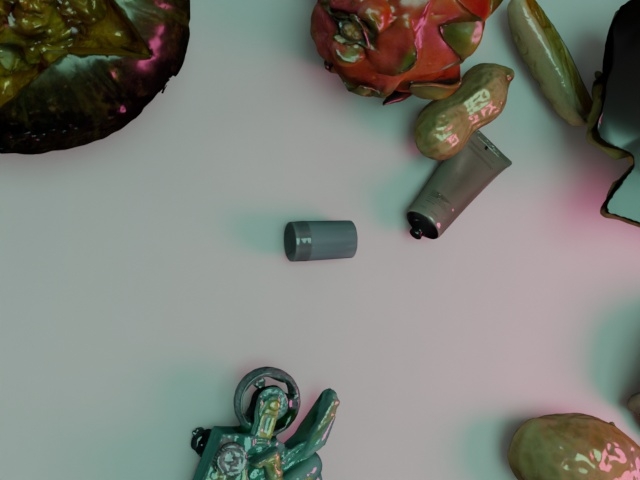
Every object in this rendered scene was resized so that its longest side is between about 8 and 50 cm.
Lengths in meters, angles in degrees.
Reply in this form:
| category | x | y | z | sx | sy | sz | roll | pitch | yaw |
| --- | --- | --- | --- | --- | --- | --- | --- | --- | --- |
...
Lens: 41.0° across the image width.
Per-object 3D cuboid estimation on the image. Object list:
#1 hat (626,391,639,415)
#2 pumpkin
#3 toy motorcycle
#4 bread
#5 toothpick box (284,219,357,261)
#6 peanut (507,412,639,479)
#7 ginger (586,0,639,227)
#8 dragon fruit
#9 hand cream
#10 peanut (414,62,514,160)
| category | x | y | z | sx | sy | sz | roll | pitch | yaw |
| --- | --- | --- | --- | --- | --- | --- | --- | --- | --- |
| hat | 0.579 | 0.214 | 1.237 | 0.245 | 0.149 | 0.214 | 42 | 70 | -2 |
| pumpkin | -0.296 | -0.254 | 0.922 | 0.321 | 0.192 | 0.320 | -1 | 96 | -9 |
| toy motorcycle | -0.068 | 0.308 | 1.035 | 0.198 | 0.109 | 0.296 | 22 | 83 | -19 |
| bread | 0.322 | -0.252 | 1.211 | 0.214 | 0.053 | 0.073 | 56 | 46 | -13 |
| toothpick box | 0.000 | 0.000 | 1.095 | 0.083 | 0.052 | 0.052 | -2 | 89 | -20 |
| peanut | 0.400 | 0.333 | 1.179 | 0.313 | 0.149 | 0.149 | 32 | 79 | -13 |
| ginger | 0.515 | -0.147 | 1.220 | 0.359 | 0.211 | 0.413 | -14 | 84 | -6 |
| dragon fruit | 0.093 | -0.275 | 1.056 | 0.227 | 0.224 | 0.224 | -15 | 93 | -24 |
| hand cream | 0.181 | -0.073 | 1.162 | 0.087 | 0.054 | 0.186 | 43 | 69 | -6 |
| peanut | 0.194 | -0.178 | 1.150 | 0.187 | 0.082 | 0.082 | -42 | 101 | -16 |
